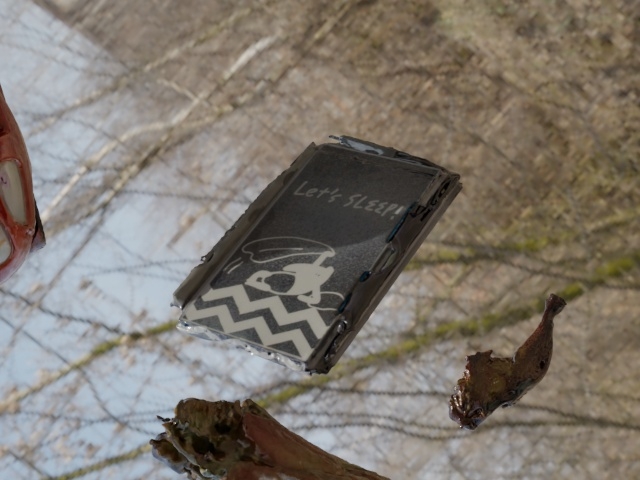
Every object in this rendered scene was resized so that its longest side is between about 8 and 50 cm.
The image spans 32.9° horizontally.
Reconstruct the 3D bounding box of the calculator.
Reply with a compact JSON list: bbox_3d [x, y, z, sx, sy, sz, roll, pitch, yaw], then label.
[{"bbox_3d":[0.000,0.000,0.968,0.165,0.274,0.028,18,140,27],"label":"calculator"}]

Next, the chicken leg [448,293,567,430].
[{"bbox_3d":[0.158,0.103,0.895,0.037,0.145,0.062,-1,119,61],"label":"chicken leg"}]

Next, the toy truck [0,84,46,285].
[{"bbox_3d":[-0.351,-0.069,0.932,0.239,0.189,0.265,-174,69,-77],"label":"toy truck"}]

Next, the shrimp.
[{"bbox_3d":[-0.021,0.145,0.682,0.145,0.061,0.267,16,163,32],"label":"shrimp"}]
